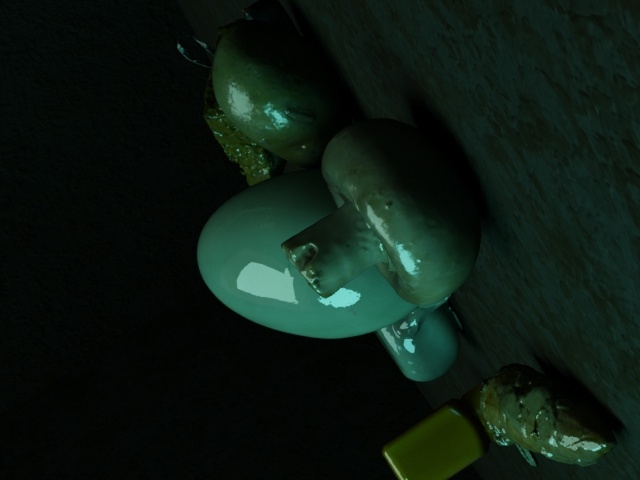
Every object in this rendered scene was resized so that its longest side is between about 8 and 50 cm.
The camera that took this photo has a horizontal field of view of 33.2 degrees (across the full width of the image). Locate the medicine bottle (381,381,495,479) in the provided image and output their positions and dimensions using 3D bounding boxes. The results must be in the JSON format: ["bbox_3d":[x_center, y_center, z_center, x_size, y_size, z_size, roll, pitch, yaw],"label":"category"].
[{"bbox_3d":[0.223,0.350,1.889,0.112,0.222,0.149,57,177,10],"label":"medicine bottle"}]

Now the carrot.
[{"bbox_3d":[0.263,0.200,1.194,0.102,0.102,0.263,58,171,-8],"label":"carrot"}]

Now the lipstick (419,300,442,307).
[{"bbox_3d":[0.089,-0.034,1.584,0.304,0.076,0.076,56,177,33],"label":"lipstick"}]

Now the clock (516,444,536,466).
[{"bbox_3d":[0.360,0.368,1.901,0.074,0.010,0.083,58,176,6],"label":"clock"}]

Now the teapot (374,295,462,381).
[{"bbox_3d":[0.155,0.134,1.762,0.193,0.129,0.294,57,179,12],"label":"teapot"}]

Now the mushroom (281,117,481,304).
[{"bbox_3d":[0.058,-0.017,1.105,0.204,0.204,0.204,57,177,5],"label":"mushroom"}]

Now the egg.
[{"bbox_3d":[-0.011,0.016,1.457,0.370,0.230,0.230,1,137,34],"label":"egg"}]

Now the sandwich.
[{"bbox_3d":[-0.115,-0.239,1.883,0.251,0.087,0.226,63,-151,-58],"label":"sandwich"}]

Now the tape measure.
[{"bbox_3d":[-0.123,-0.289,1.587,0.107,0.179,0.104,68,-175,-79],"label":"tape measure"}]

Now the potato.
[{"bbox_3d":[-0.050,-0.196,1.469,0.235,0.160,0.178,44,-142,-16],"label":"potato"}]
